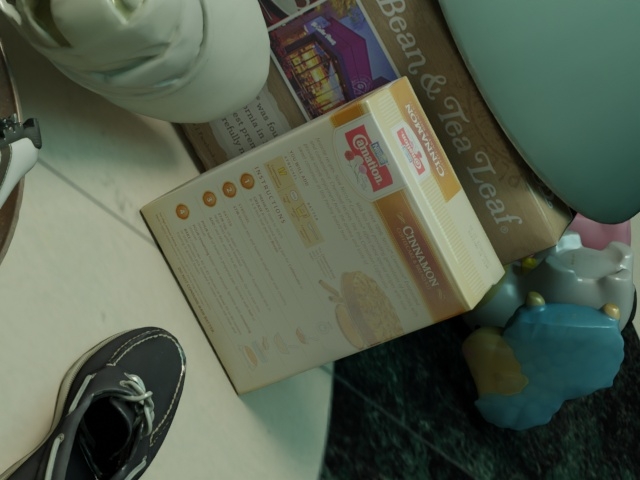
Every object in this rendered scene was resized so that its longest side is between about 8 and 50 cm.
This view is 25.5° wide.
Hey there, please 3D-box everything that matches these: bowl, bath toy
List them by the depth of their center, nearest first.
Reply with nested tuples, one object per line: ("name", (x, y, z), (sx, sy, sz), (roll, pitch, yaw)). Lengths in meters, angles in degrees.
("bowl", (0.214, -0.181, 0.948), (0.311, 0.163, 0.312), (34, 45, -42))
("bath toy", (0.211, 0.022, 1.274), (0.348, 0.151, 0.129), (-62, 160, -55))

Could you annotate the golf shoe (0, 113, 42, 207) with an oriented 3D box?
("golf shoe", (-0.186, 0.012, 0.646), (0.198, 0.077, 0.094), (-48, 122, -49))

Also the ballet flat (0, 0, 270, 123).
("ballet flat", (-0.153, -0.182, 0.778), (0.400, 0.139, 0.139), (56, 31, -38))

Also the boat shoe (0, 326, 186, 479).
("boat shoe", (-0.113, 0.110, 0.779), (0.075, 0.065, 0.206), (57, 32, -15))

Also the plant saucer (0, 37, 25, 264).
("plant saucer", (-0.274, -0.084, 0.677), (0.310, 0.050, 0.311), (35, 43, -42))

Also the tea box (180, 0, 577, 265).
("tea box", (0.053, -0.159, 1.057), (0.329, 0.220, 0.323), (61, 31, -9))

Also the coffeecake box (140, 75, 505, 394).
("coffeecake box", (0.000, 0.000, 0.905), (0.142, 0.185, 0.068), (63, 32, -7))
